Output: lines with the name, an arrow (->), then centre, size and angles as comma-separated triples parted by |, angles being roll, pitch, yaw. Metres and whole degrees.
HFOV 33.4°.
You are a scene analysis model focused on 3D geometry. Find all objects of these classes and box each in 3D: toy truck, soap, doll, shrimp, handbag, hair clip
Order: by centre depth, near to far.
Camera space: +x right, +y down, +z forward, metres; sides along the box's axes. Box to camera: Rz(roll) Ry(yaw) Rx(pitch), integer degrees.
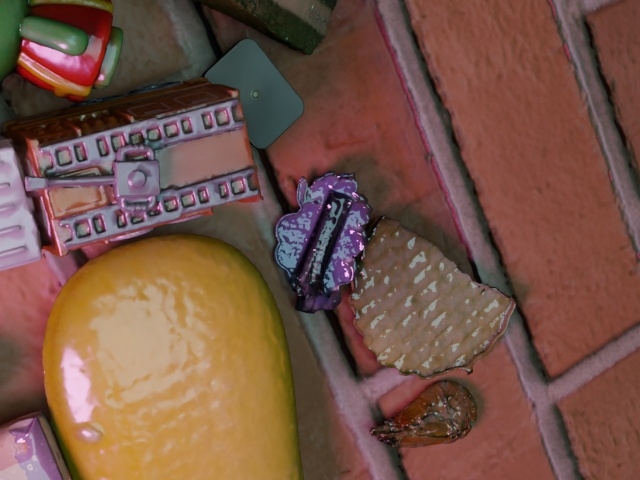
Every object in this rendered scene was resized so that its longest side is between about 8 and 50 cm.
doll -> -0.394, -0.243, 1.123 | 0.363, 0.182, 0.160 | 5, 101, -21
toy truck -> -0.268, -0.067, 1.187 | 0.387, 0.207, 0.173 | -17, 104, -20
handbag -> -0.383, 0.282, 1.230 | 0.173, 0.095, 0.117 | -22, 90, -7
soap -> -0.176, 0.203, 1.317 | 0.306, 0.115, 0.427 | -13, 102, -17
hair clip -> 0.001, 0.000, 1.395 | 0.124, 0.052, 0.195 | 16, 93, -15
shrimp -> 0.146, 0.255, 1.513 | 0.184, 0.043, 0.091 | -14, 95, -29

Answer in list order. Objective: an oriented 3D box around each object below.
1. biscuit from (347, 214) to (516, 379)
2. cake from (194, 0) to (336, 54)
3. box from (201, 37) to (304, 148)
biscuit -> 0.137, 0.097, 1.487 | 0.273, 0.036, 0.187 | 36, 81, -24
cake -> -0.069, -0.335, 1.267 | 0.283, 0.172, 0.158 | 25, 89, -27
box -> -0.087, -0.186, 1.351 | 0.091, 0.031, 0.126 | -46, 113, -12
